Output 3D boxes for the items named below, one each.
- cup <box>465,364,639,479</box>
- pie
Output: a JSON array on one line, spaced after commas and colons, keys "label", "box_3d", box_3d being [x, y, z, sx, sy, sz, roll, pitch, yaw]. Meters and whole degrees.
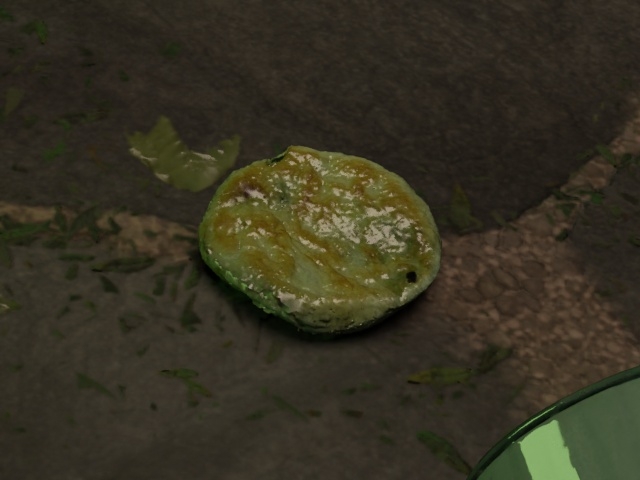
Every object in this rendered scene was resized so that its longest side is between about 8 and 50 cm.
[{"label": "cup", "box_3d": [0.299, 0.280, 1.064, 0.401, 0.310, 0.392, -2, 52, -10]}, {"label": "pie", "box_3d": [0.000, 0.000, 1.455, 0.187, 0.041, 0.187, 5, 46, -5]}]
